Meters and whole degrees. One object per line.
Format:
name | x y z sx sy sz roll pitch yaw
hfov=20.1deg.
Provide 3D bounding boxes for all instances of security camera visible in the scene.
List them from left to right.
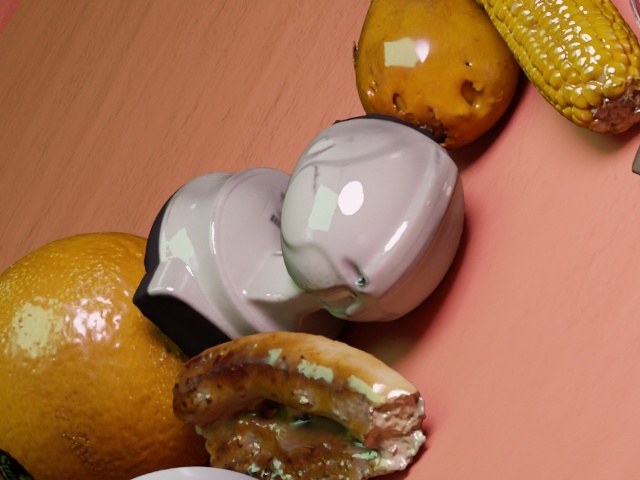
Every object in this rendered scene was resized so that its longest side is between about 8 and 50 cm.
security camera | 0.000 0.000 1.554 0.277 0.197 0.191 -24 31 41

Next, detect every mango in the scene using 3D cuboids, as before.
mango | 0.106 -0.178 1.642 0.156 0.151 0.249 -9 29 11

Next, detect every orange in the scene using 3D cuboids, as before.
orange | -0.208 0.125 1.694 0.274 0.274 0.274 -43 27 28

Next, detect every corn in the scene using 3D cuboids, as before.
corn | 0.190 -0.188 1.492 0.102 0.102 0.313 -47 42 22

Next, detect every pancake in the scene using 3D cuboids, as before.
pancake | -0.040 0.192 1.484 0.266 0.057 0.245 18 92 45

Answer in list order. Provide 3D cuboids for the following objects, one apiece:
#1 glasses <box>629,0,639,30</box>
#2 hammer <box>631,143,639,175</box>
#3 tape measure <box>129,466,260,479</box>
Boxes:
glasses | 0.312 -0.285 1.392 0.234 0.118 0.268 -27 38 43
hammer | 0.290 -0.183 1.330 0.125 0.027 0.297 30 100 56
tape measure | -0.082 0.296 1.262 0.259 0.262 0.138 -58 13 -6
